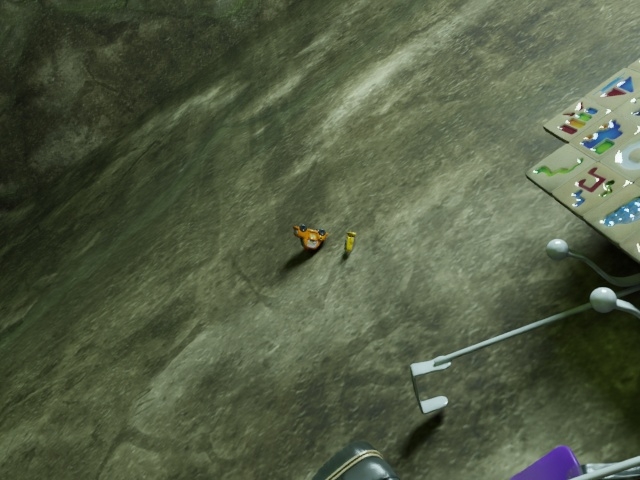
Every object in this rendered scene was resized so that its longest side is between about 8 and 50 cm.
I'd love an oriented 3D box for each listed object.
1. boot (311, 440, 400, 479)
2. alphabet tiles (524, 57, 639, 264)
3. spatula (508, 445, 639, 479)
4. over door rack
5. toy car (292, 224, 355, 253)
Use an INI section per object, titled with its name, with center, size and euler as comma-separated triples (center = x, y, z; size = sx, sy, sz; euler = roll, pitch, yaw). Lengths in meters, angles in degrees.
[boot]
center = 0.014, 0.300, 0.677
size = 0.198, 0.077, 0.137
euler = -47, 36, -9
[alphabet tiles]
center = 0.365, -0.101, 0.660
size = 0.285, 0.011, 0.342
euler = -35, 30, 4
[spatula]
center = 0.274, 0.179, 0.582
size = 0.296, 0.030, 0.084
euler = -30, 26, 17
[over door rack]
center = 0.225, 0.106, 0.617
size = 0.324, 0.108, 0.239
euler = -32, 21, 10
[toy car]
center = 0.000, 0.000, 1.107
size = 0.122, 0.060, 0.041
euler = 9, 87, 61
